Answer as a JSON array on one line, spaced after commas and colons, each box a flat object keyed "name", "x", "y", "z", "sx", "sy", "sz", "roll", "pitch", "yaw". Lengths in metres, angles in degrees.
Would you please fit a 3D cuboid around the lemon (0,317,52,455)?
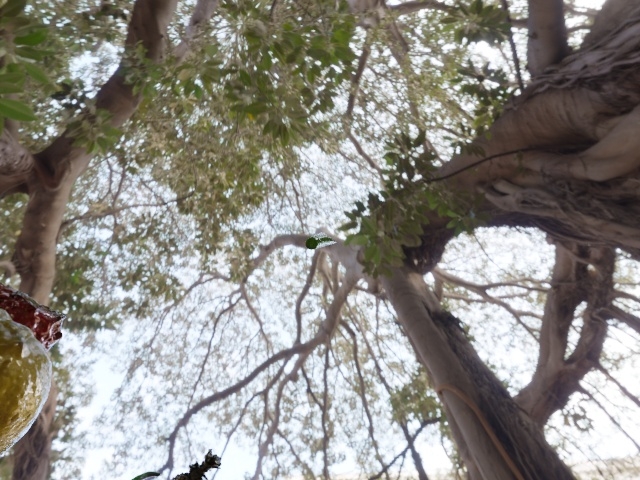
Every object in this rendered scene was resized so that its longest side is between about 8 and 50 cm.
[{"name": "lemon", "x": -0.438, "y": 0.188, "z": 0.561, "sx": 0.181, "sy": 0.180, "sz": 0.193, "roll": 26, "pitch": -58, "yaw": -20}]

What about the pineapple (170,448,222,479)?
[{"name": "pineapple", "x": -0.236, "y": 0.438, "z": 0.855, "sx": 0.124, "sy": 0.058, "sz": 0.058, "roll": -46, "pitch": -65, "yaw": -4}]

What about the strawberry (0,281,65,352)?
[{"name": "strawberry", "x": -0.615, "y": 0.180, "z": 0.859, "sx": 0.184, "sy": 0.201, "sz": 0.186, "roll": -2, "pitch": -53, "yaw": 22}]

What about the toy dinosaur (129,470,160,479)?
[{"name": "toy dinosaur", "x": -0.519, "y": 0.787, "z": 1.184, "sx": 0.500, "sy": 0.375, "sz": 0.143, "roll": -4, "pitch": -68, "yaw": -57}]

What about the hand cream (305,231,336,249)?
[{"name": "hand cream", "x": 0.000, "y": 0.000, "z": 0.815, "sx": 0.036, "sy": 0.122, "sz": 0.023, "roll": 34, "pitch": -78, "yaw": 9}]

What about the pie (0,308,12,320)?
[{"name": "pie", "x": -0.582, "y": 0.150, "z": 0.674, "sx": 0.218, "sy": 0.185, "sz": 0.052, "roll": -15, "pitch": -55, "yaw": -26}]
